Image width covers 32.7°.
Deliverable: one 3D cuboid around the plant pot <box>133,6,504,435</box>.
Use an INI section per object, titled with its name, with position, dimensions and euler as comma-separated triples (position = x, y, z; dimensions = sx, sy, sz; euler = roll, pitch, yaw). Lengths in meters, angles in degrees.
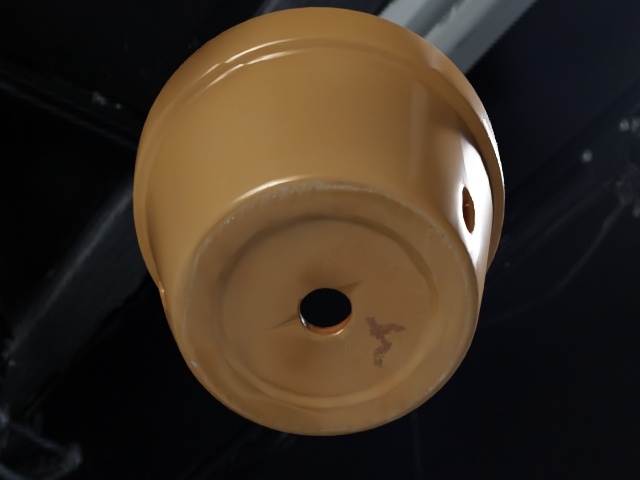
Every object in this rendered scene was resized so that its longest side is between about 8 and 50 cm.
[plant pot]
position = 0.000, 0.000, 0.786
dimensions = 0.291, 0.203, 0.291
euler = -1, -63, -1
